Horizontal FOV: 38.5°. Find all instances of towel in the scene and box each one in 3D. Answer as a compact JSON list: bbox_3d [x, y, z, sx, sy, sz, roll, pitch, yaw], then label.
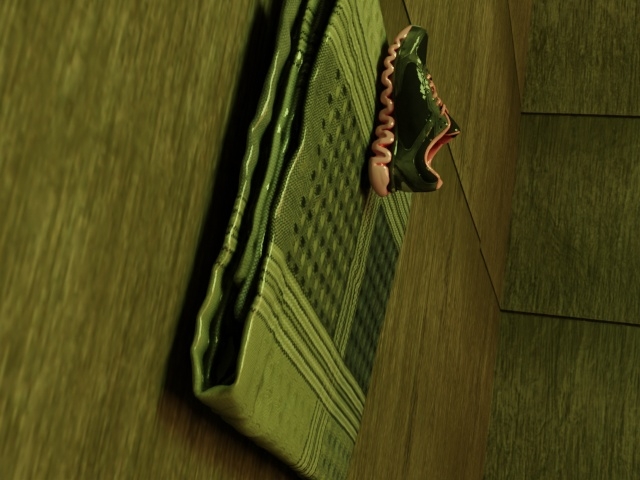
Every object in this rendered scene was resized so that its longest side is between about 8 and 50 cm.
[{"bbox_3d":[0.000,0.000,0.627,0.324,0.056,0.312,66,35,-62],"label":"towel"}]

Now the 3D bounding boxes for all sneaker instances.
[{"bbox_3d":[0.068,-0.086,0.618,0.047,0.057,0.119,20,77,-71],"label":"sneaker"}]
